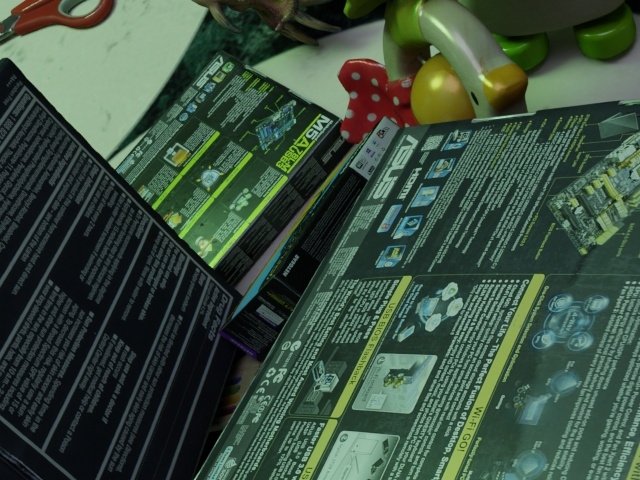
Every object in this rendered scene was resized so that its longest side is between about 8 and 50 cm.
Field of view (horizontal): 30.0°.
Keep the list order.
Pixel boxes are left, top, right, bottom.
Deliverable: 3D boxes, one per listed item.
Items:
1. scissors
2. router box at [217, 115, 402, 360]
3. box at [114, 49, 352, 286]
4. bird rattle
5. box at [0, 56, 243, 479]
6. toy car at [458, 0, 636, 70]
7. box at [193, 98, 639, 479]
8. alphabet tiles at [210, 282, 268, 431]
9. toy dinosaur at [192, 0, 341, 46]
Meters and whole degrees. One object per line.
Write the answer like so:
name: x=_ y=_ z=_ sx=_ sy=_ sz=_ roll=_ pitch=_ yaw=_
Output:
scissors: x=-0.361 y=-0.258 z=1.398 sx=0.297 sy=0.021 sz=0.109 roll=-17 pitch=58 yaw=19
router box: x=0.000 y=0.000 z=0.945 sx=0.046 sy=0.133 sz=0.179 roll=37 pitch=58 yaw=-5
box: x=-0.092 y=-0.072 z=1.134 sx=0.184 sy=0.045 sz=0.191 roll=34 pitch=80 yaw=34
bird rattle: x=0.086 y=-0.123 z=0.949 sx=0.143 sy=0.253 sz=0.207 roll=-21 pitch=56 yaw=-22
box: x=-0.236 y=0.080 z=0.889 sx=0.183 sy=0.294 sz=0.296 roll=-30 pitch=25 yaw=30
toy car: x=0.200 y=-0.271 z=1.040 sx=0.149 sy=0.155 sz=0.188 roll=-6 pitch=51 yaw=24
box: x=0.106 y=0.078 z=0.721 sx=0.318 sy=0.097 sz=0.395 roll=-6 pitch=44 yaw=44
alphabet tiles: x=0.053 y=0.059 z=0.916 sx=0.342 sy=0.011 sz=0.285 roll=-16 pitch=35 yaw=33
toy dinosaur: x=0.028 y=-0.283 z=1.150 sx=0.295 sy=0.127 sz=0.200 roll=-5 pitch=64 yaw=15
